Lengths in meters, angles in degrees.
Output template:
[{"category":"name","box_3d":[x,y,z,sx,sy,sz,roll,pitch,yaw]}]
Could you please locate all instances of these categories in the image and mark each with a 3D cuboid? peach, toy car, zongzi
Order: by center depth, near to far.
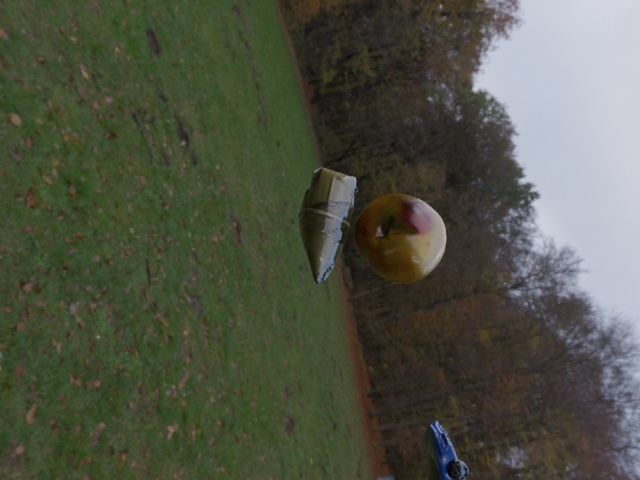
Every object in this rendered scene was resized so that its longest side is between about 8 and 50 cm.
[{"category":"peach","box_3d":[0.124,-0.003,0.711,0.138,0.138,0.138,-12,90,-87]},{"category":"zongzi","box_3d":[0.000,0.000,0.715,0.160,0.079,0.176,108,-10,-69]},{"category":"toy car","box_3d":[0.212,0.404,0.784,0.103,0.063,0.216,-123,-168,-78]}]
